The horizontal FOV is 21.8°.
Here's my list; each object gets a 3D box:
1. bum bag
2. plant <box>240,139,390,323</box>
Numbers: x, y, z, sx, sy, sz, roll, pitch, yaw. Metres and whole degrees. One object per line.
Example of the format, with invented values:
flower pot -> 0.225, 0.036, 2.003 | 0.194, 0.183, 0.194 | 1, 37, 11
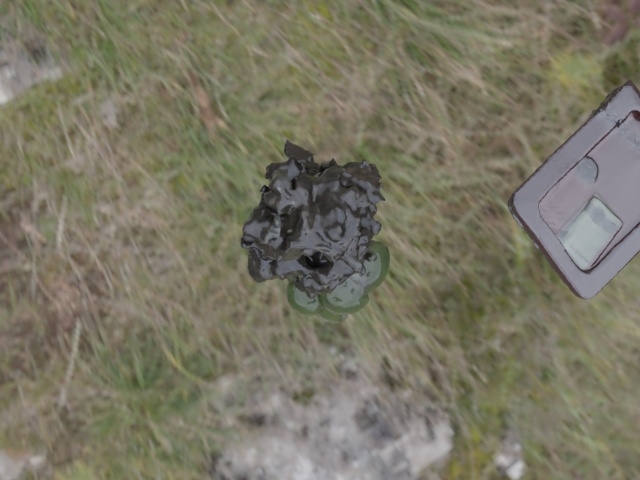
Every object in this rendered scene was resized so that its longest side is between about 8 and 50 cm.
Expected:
bum bag -> 0.222, -0.038, 1.295 | 0.159, 0.026, 0.109 | -42, 100, -22
plant -> 0.000, 0.000, 0.902 | 0.085, 0.087, 0.174 | -35, 161, -3
